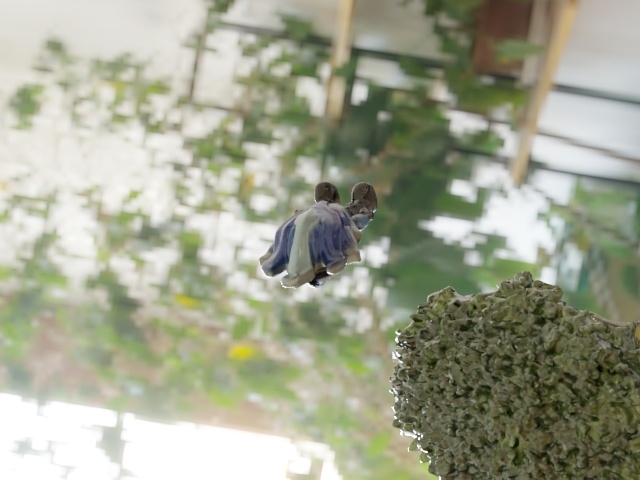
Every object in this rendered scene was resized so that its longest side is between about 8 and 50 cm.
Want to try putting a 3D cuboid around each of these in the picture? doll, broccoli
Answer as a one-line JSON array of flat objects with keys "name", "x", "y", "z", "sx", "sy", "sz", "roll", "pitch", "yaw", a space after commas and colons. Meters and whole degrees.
[{"name": "doll", "x": 0.000, "y": 0.000, "z": 1.663, "sx": 0.195, "sy": 0.096, "sz": 0.070, "roll": -57, "pitch": -41, "yaw": -61}, {"name": "broccoli", "x": 0.219, "y": 0.193, "z": 1.716, "sx": 0.249, "sy": 0.375, "sz": 0.302, "roll": -62, "pitch": -35, "yaw": -13}]

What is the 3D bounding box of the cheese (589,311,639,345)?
[{"name": "cheese", "x": 0.321, "y": 0.102, "z": 1.901, "sx": 0.041, "sy": 0.084, "sz": 0.060, "roll": -95, "pitch": 1, "yaw": -64}]
